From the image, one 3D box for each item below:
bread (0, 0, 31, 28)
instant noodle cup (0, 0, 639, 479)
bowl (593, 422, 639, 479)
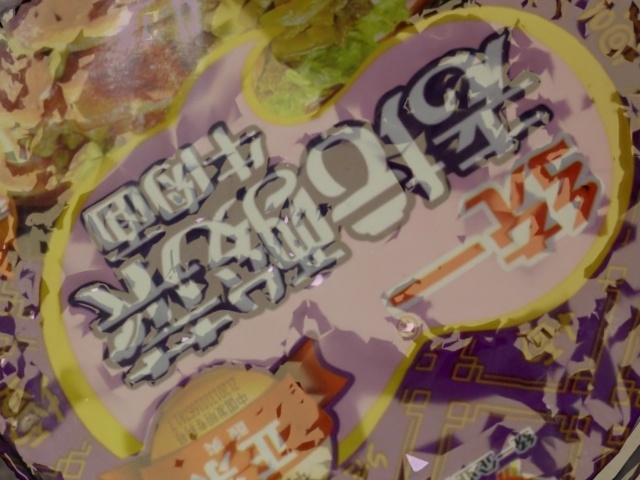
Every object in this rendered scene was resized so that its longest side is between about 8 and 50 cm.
[{"bbox_3d":[-0.319,-0.148,0.735,0.398,0.215,0.398,-3,84,26],"label":"bread"},{"bbox_3d":[0.000,0.000,0.748,0.339,0.266,0.340,0,83,-1],"label":"instant noodle cup"},{"bbox_3d":[0.184,0.156,0.820,0.211,0.112,0.211,0,91,-15],"label":"bowl"}]
